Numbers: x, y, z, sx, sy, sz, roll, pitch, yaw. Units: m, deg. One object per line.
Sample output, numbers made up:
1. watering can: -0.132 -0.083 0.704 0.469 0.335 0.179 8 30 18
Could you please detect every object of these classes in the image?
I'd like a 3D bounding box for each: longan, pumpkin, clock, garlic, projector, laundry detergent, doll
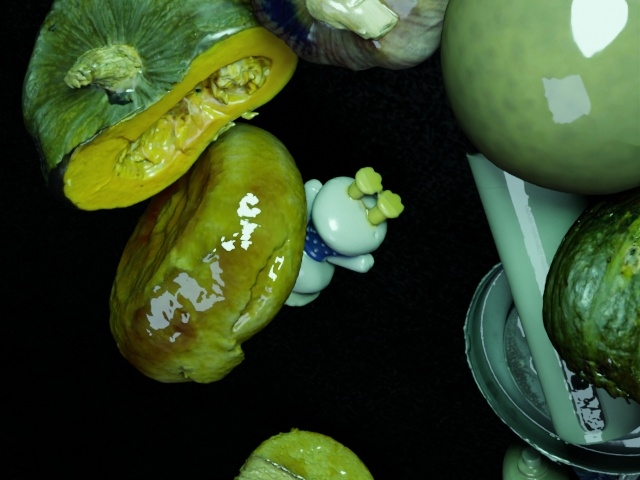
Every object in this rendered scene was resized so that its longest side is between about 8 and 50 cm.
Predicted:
1. longan: 0.218 -0.159 0.812 0.258 0.258 0.258 22 142 18
2. pumpkin: -0.211 -0.204 1.073 0.325 0.242 0.232 -39 74 13
3. clock: 0.321 0.129 1.129 0.313 0.061 0.312 15 122 26
4. pumpkin: 0.357 0.066 0.844 0.321 0.320 0.192 26 102 14
5. garlic: 0.026 -0.260 0.897 0.245 0.160 0.244 15 127 20
6. projector: 0.250 0.044 1.020 0.108 0.108 0.337 -7 109 43
7. laundry detergent: 0.313 0.373 1.393 0.091 0.181 0.253 -9 131 12
8. doll: 0.000 0.000 1.279 0.138 0.119 0.293 52 138 2

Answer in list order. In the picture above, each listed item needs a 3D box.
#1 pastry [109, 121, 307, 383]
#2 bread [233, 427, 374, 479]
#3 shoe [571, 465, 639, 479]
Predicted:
1. pastry: -0.142 0.015 1.228 0.164 0.355 0.356 27 148 -21
2. bread: -0.009 0.427 1.738 0.261 0.147 0.160 24 134 9
3. shoe: 0.395 0.319 1.349 0.106 0.092 0.207 50 156 25
